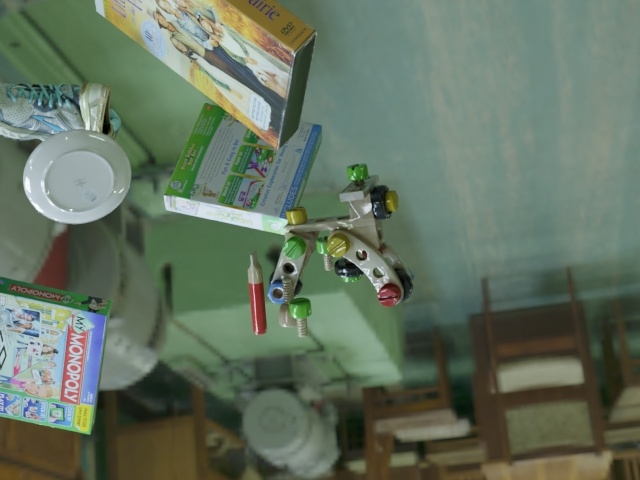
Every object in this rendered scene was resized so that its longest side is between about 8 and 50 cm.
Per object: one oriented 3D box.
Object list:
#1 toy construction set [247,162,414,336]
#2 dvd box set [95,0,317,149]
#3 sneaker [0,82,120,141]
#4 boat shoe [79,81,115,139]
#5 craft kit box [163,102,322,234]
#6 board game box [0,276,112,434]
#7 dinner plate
[{"bbox_3d":[0.000,0.000,2.046,0.257,0.237,0.309,12,-155,40],"label":"toy construction set"},{"bbox_3d":[-0.199,-0.357,2.010,0.420,0.062,0.307,38,156,10],"label":"dvd box set"},{"bbox_3d":[-0.467,-0.230,2.101,0.283,0.110,0.122,23,124,-38],"label":"sneaker"},{"bbox_3d":[-0.353,-0.188,2.004,0.048,0.056,0.153,5,130,7],"label":"boat shoe"},{"bbox_3d":[-0.146,-0.141,2.390,0.247,0.249,0.061,14,144,8],"label":"craft kit box"},{"bbox_3d":[-0.503,0.213,2.249,0.214,0.046,0.317,13,128,-3],"label":"board game box"},{"bbox_3d":[-0.319,-0.080,1.630,0.141,0.017,0.141,-9,124,-14],"label":"dinner plate"}]
